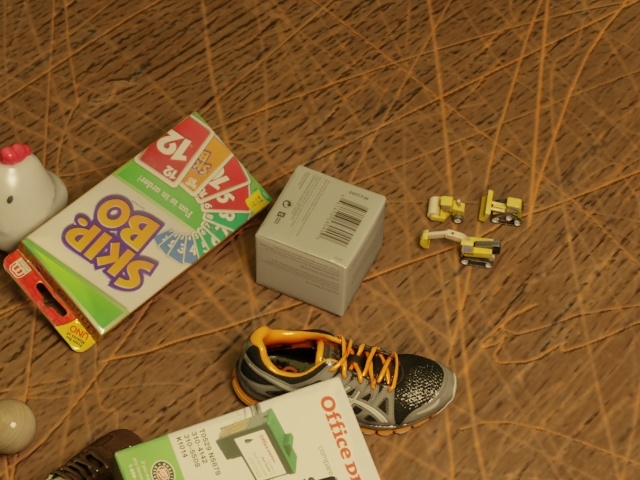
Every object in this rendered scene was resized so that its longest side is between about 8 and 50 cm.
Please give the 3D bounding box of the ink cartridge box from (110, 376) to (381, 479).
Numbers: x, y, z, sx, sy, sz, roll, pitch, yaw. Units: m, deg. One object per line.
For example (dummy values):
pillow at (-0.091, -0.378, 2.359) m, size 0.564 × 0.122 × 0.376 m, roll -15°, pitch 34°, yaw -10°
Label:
ink cartridge box at (-0.058, 0.233, 1.776) m, size 0.219 × 0.092 × 0.160 m, roll -19°, pitch 75°, yaw -14°

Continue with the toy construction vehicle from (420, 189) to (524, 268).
toy construction vehicle at (0.155, -0.019, 2.025) m, size 0.098 × 0.035 × 0.086 m, roll 10°, pitch 54°, yaw 6°

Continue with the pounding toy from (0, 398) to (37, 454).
pounding toy at (-0.399, 0.188, 1.833) m, size 0.183 × 0.110 × 0.237 m, roll 39°, pitch 38°, yaw 29°

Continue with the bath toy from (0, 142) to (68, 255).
bath toy at (-0.411, -0.107, 2.020) m, size 0.348 × 0.129 × 0.151 m, roll 32°, pitch 59°, yaw 20°

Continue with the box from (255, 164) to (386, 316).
box at (0.000, 0.000, 1.975) m, size 0.102 × 0.087 × 0.101 m, roll 21°, pitch 56°, yaw 14°

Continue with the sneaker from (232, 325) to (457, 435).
sneaker at (0.023, 0.127, 1.886) m, size 0.214 × 0.083 × 0.084 m, roll 3°, pitch 52°, yaw -1°

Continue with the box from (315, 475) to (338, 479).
box at (-0.117, 0.367, 1.542) m, size 0.312 × 0.343 × 0.179 m, roll -13°, pitch 56°, yaw -11°

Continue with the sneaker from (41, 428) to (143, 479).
sneaker at (-0.224, 0.234, 1.806) m, size 0.066 × 0.071 × 0.188 m, roll 29°, pitch 59°, yaw 19°

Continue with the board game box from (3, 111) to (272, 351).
board game box at (-0.182, -0.010, 1.988) m, size 0.259 × 0.039 × 0.124 m, roll -39°, pitch 86°, yaw -23°
